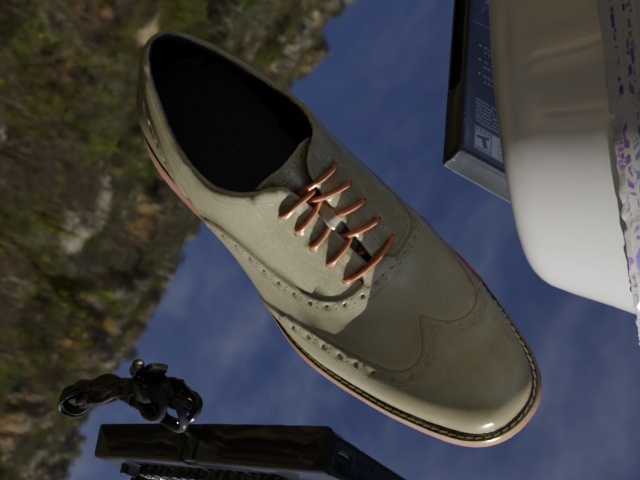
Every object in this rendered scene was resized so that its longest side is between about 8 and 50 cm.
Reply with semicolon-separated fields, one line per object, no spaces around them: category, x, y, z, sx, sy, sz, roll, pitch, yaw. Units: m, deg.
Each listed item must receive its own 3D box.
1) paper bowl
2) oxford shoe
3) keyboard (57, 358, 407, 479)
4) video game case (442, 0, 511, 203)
paper bowl;0.177;-0.078;0.707;0.148;0.284;0.284;-6;-119;14
oxford shoe;0.000;0.000;0.951;0.397;0.146;0.140;41;-97;12
keyboard;-0.065;0.133;0.780;0.317;0.201;0.033;-15;-136;58
video game case;0.185;-0.116;0.998;0.026;0.196;0.274;-44;-153;41
